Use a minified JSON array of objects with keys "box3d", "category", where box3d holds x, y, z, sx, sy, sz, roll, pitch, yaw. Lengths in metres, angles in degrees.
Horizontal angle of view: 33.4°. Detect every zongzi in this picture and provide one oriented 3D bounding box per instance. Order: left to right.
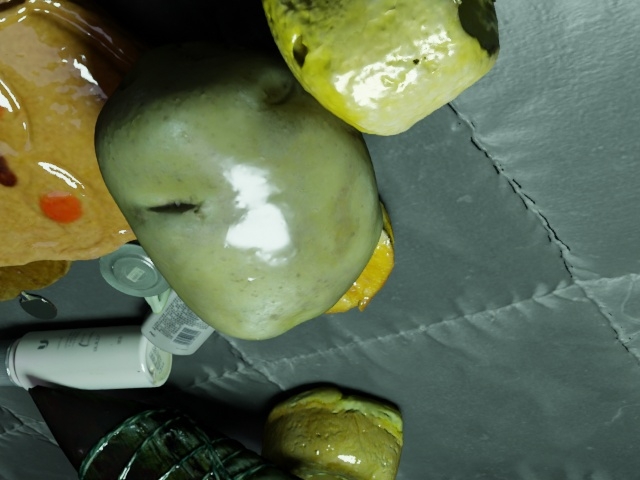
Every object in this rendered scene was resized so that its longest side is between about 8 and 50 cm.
[{"box3d":[-0.242,0.335,1.515,0.319,0.383,0.362,-51,131,3],"category":"zongzi"}]

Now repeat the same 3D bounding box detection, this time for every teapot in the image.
[{"box3d":[-0.219,0.019,1.312,0.092,0.091,0.124,18,136,-6],"category":"teapot"}]

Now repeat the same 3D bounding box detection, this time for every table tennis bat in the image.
[{"box3d":[-0.408,0.088,1.511,0.050,0.007,0.083,-13,137,28],"category":"table tennis bat"}]

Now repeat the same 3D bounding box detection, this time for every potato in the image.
[{"box3d":[-0.068,-0.051,1.031,0.243,0.221,0.326,-25,125,11],"category":"potato"}]

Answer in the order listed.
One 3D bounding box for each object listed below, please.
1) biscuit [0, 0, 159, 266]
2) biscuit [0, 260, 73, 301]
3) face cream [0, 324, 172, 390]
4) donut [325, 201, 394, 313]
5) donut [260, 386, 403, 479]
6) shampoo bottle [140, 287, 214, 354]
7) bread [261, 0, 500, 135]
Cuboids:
[{"box3d":[-0.337,-0.101,1.135,0.455,0.078,0.350,-16,136,11],"category":"biscuit"},{"box3d":[-0.480,-0.059,1.296,0.381,0.074,0.359,14,139,2],"category":"biscuit"},{"box3d":[-0.370,0.173,1.540,0.311,0.092,0.092,-6,138,20],"category":"face cream"},{"box3d":[0.002,0.000,1.245,0.174,0.074,0.190,13,138,0],"category":"donut"},{"box3d":[0.010,0.330,1.607,0.208,0.128,0.261,12,140,1],"category":"donut"},{"box3d":[-0.158,0.075,1.391,0.086,0.056,0.227,26,140,-14],"category":"shampoo bottle"},{"box3d":[0.049,-0.193,0.918,0.170,0.197,0.197,-28,128,23],"category":"bread"}]
